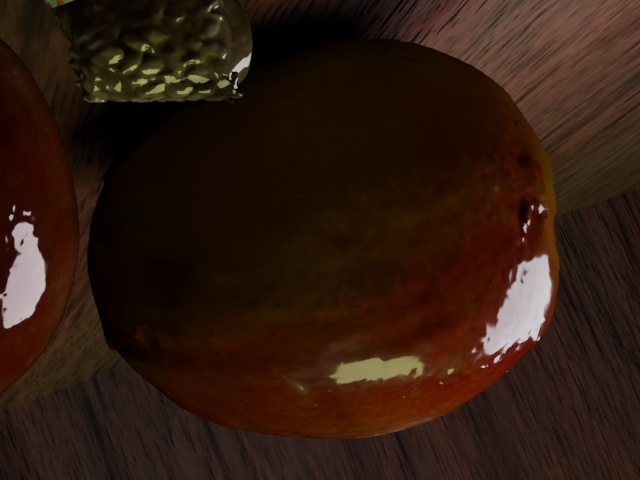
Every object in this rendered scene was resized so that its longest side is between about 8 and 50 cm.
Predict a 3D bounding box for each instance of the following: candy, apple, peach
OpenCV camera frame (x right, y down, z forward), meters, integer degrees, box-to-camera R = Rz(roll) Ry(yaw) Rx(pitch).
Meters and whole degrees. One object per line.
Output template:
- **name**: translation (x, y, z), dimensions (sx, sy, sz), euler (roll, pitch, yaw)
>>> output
- **candy**: translation (-0.095, -0.115, 0.792), dimensions (0.110, 0.085, 0.095), euler (-11, 177, -2)
- **apple**: translation (-0.227, -0.011, 0.674), dimensions (0.230, 0.230, 0.230), euler (-21, 171, -3)
- **peach**: translation (0.000, 0.002, 1.046), dimensions (0.372, 0.373, 0.290), euler (-19, 135, -14)

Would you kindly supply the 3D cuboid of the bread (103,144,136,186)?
- **bread**: translation (-0.151, -0.043, 1.159), dimensions (0.043, 0.062, 0.109), euler (-18, 174, -27)

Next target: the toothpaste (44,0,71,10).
- **toothpaste**: translation (-0.120, -0.157, 0.616), dimensions (0.043, 0.037, 0.178), euler (-19, 171, -9)
